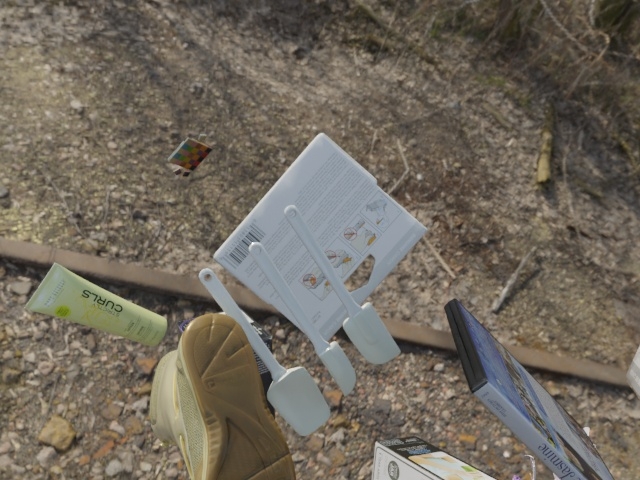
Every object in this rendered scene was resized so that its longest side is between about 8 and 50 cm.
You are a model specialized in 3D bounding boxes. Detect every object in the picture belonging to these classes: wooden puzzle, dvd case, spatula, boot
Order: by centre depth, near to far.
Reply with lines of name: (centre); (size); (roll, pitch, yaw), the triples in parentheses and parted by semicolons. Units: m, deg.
dvd case: (0.234, 0.187, 0.577); (0.253, 0.022, 0.180); (44, 16, -10)
boot: (-0.123, 0.232, 0.598); (0.095, 0.203, 0.261); (-10, 73, -32)
spatula: (-0.022, 0.095, 0.627); (0.168, 0.019, 0.242); (-37, 107, -12)
wooden puzzle: (-0.196, -0.129, 0.802); (0.049, 0.083, 0.006); (19, 35, -54)

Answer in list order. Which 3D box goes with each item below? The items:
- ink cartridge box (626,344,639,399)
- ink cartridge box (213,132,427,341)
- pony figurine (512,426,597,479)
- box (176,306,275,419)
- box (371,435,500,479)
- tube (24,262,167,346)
ink cartridge box: (0.520, 0.118, 0.656); (0.130, 0.271, 0.309); (24, 10, 19)
ink cartridge box: (0.000, 0.000, 0.899); (0.239, 0.275, 0.060); (41, 4, -6)
pony figurine: (0.438, 0.584, 1.078); (0.364, 0.302, 0.350); (0, 53, -2)
box: (-0.188, 0.296, 1.075); (0.144, 0.270, 0.165); (-11, 23, -30)
box: (0.190, 0.410, 0.750); (0.087, 0.290, 0.169); (6, 89, -32)
tube: (-0.391, 0.128, 0.961); (0.240, 0.062, 0.070); (35, 48, -39)
